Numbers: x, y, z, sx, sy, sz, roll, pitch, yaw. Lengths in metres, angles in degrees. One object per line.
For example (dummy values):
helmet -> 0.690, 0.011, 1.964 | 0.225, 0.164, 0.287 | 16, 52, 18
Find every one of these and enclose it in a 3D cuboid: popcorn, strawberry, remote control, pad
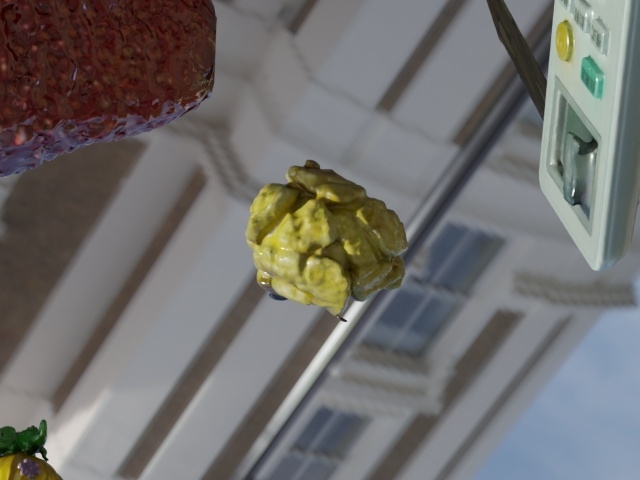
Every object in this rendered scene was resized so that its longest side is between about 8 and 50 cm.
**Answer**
popcorn -> 0.010, 0.001, 1.988 | 0.168, 0.173, 0.195 | 9, 168, 6
strawberry -> -0.228, -0.170, 1.338 | 0.261, 0.257, 0.261 | 35, -131, -53
remote control -> 0.150, -0.134, 0.935 | 0.051, 0.293, 0.103 | -2, -151, -11
pad -> 0.175, -0.131, 1.556 | 0.235, 0.003, 0.158 | 55, -163, -41

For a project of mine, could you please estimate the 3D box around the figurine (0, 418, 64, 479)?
figurine -> -0.246, 0.226, 1.620 | 0.095, 0.115, 0.156 | 31, -126, -38
